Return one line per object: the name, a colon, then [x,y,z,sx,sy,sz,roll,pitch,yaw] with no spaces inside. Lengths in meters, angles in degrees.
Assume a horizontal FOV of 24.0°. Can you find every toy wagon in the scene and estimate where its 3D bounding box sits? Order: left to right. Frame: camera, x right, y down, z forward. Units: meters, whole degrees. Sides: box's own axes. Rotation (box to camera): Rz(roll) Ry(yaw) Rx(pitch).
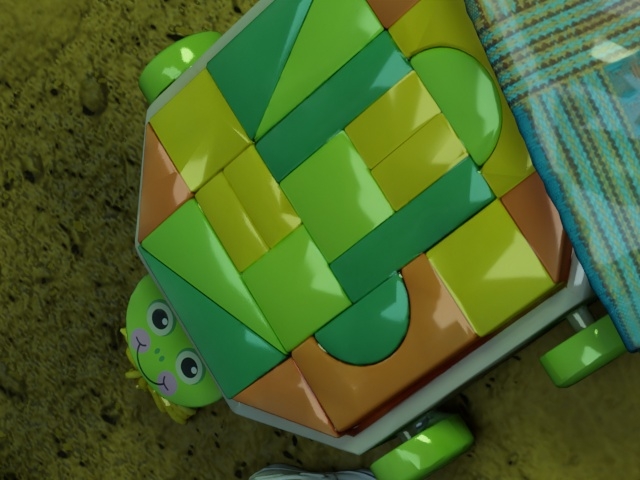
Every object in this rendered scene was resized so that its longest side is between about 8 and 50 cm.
toy wagon: [0.000,0.000,0.787,0.344,0.068,0.267,-38,77,31]

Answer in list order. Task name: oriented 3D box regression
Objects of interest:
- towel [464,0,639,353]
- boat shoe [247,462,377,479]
towel: [0.179,-0.159,0.627,0.271,0.040,0.370,-26,83,16]
boat shoe: [-0.001,0.143,0.830,0.100,0.035,0.035,5,100,32]
